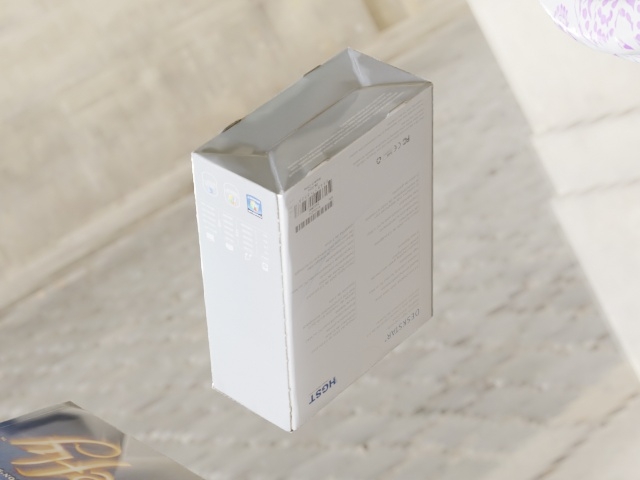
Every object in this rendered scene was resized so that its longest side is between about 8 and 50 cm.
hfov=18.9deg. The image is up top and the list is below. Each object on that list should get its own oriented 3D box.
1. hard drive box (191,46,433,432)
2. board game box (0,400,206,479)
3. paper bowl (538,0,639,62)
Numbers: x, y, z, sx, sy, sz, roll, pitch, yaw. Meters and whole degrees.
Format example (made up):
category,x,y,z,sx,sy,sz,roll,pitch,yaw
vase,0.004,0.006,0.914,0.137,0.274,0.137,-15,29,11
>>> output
category,x,y,z,sx,sy,sz,roll,pitch,yaw
hard drive box,0.000,0.000,1.467,0.089,0.232,0.181,26,46,32
board game box,-0.027,0.179,0.466,0.042,0.243,0.165,-17,26,-38
paper bowl,0.197,-0.190,0.708,0.148,0.284,0.284,15,-4,-20
